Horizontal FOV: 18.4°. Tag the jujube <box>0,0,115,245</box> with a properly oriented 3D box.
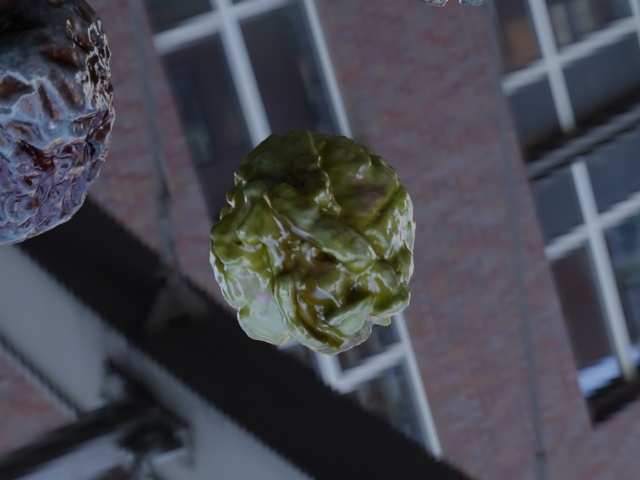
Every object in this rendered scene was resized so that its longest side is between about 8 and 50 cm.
[{"bbox_3d":[-0.324,-0.135,2.057,0.226,0.317,0.226,3,-124,-4],"label":"jujube"}]

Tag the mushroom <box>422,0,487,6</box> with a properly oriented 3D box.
[{"bbox_3d":[0.129,-0.385,2.094,0.212,0.292,0.217,-25,-167,24],"label":"mushroom"}]

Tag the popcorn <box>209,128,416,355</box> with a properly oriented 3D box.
[{"bbox_3d":[-0.010,-0.004,2.132,0.259,0.212,0.259,-29,-153,16],"label":"popcorn"}]
